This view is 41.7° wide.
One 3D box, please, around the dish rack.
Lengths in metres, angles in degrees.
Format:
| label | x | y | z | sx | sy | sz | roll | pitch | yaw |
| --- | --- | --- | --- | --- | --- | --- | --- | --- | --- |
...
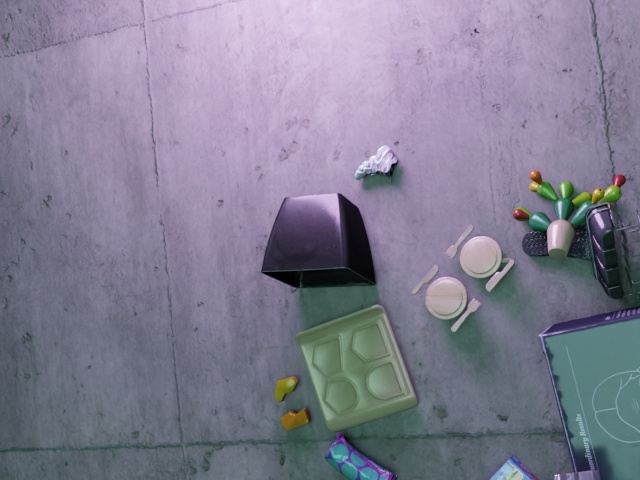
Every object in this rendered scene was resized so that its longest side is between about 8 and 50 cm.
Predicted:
| label | x | y | z | sx | sy | sz | roll | pitch | yaw |
| --- | --- | --- | --- | --- | --- | --- | --- | --- | --- |
| dish rack | 0.624 | 0.004 | 1.495 | 0.271 | 0.208 | 0.074 | -14 | 43 | 13 |

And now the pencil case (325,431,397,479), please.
| label | x | y | z | sx | sy | sz | roll | pitch | yaw |
| --- | --- | --- | --- | --- | --- | --- | --- | --- | --- |
| pencil case | 0.083 | 0.474 | 1.760 | 0.151 | 0.064 | 0.070 | 32 | 117 | 18 |

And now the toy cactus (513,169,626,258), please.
| label | x | y | z | sx | sy | sz | roll | pitch | yaw |
| --- | --- | --- | --- | --- | --- | --- | --- | --- | --- |
| toy cactus | 0.456 | -0.051 | 1.574 | 0.219 | 0.112 | 0.180 | -5 | 48 | 30 |

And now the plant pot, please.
| label | x | y | z | sx | sy | sz | roll | pitch | yaw |
| --- | --- | --- | --- | --- | --- | --- | --- | --- | --- |
| plant pot | 0.000 | 0.000 | 1.745 | 0.188 | 0.187 | 0.167 | -5 | 75 | 21 |

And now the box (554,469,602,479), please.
| label | x | y | z | sx | sy | sz | roll | pitch | yaw |
| --- | --- | --- | --- | --- | --- | --- | --- | --- | --- |
| box | 0.458 | 0.553 | 1.374 | 0.076 | 0.307 | 0.242 | -12 | 48 | 17 |

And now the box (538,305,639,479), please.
| label | x | y | z | sx | sy | sz | roll | pitch | yaw |
| --- | --- | --- | --- | --- | --- | --- | --- | --- | --- |
| box | 0.623 | 0.257 | 1.472 | 0.395 | 0.212 | 0.294 | -14 | 85 | 20 |

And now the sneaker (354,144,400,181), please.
| label | x | y | z | sx | sy | sz | roll | pitch | yaw |
| --- | --- | --- | --- | --- | --- | --- | --- | --- | --- |
| sneaker | 0.123 | -0.145 | 1.764 | 0.098 | 0.038 | 0.069 | -43 | 74 | 16 |

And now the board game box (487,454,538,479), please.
| label | x | y | z | sx | sy | sz | roll | pitch | yaw |
| --- | --- | --- | --- | --- | --- | --- | --- | --- | --- |
| board game box | 0.362 | 0.546 | 1.665 | 0.136 | 0.035 | 0.201 | 44 | 104 | 16 |

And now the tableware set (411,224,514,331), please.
| label | x | y | z | sx | sy | sz | roll | pitch | yaw |
| --- | --- | --- | --- | --- | --- | --- | --- | --- | --- |
| tableware set | 0.293 | 0.078 | 1.697 | 0.194 | 0.039 | 0.128 | -50 | 61 | 8 |

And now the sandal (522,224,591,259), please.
| label | x | y | z | sx | sy | sz | roll | pitch | yaw |
| --- | --- | --- | --- | --- | --- | --- | --- | --- | --- |
| sandal | 0.481 | 0.004 | 1.627 | 0.179 | 0.040 | 0.067 | 1 | 84 | 36 |

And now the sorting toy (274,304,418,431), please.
| label | x | y | z | sx | sy | sz | roll | pitch | yaw |
| --- | --- | --- | --- | --- | --- | --- | --- | --- | --- |
| sorting toy | 0.036 | 0.289 | 1.798 | 0.307 | 0.041 | 0.229 | -22 | 86 | 20 |
